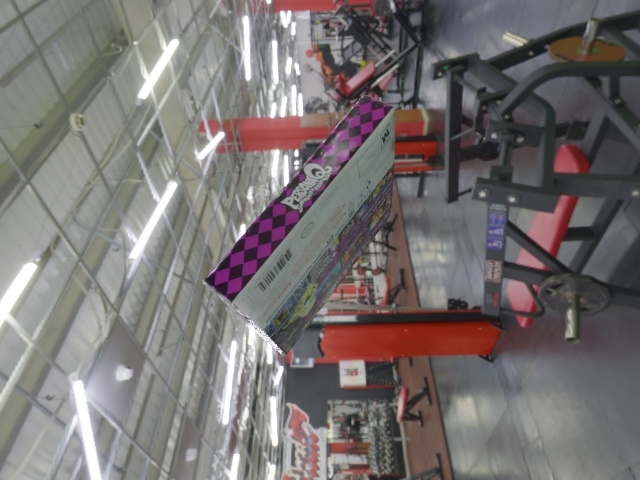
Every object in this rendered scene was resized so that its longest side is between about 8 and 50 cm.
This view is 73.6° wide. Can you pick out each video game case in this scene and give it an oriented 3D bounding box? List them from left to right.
[{"bbox_3d":[0.000,0.000,0.457,0.232,0.042,0.210,-52,-22,-16],"label":"video game case"}]
